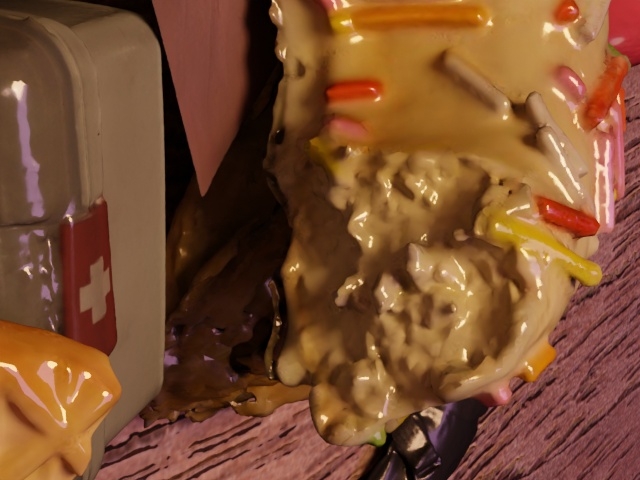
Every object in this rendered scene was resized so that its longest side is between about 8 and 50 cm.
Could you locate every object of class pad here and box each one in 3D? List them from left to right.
[{"bbox_3d":[-0.036,-0.122,0.635,0.187,0.006,0.113,-67,157,-43],"label":"pad"}]

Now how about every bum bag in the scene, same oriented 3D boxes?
[{"bbox_3d":[0.093,0.178,1.127,0.248,0.060,0.123,-63,149,-21],"label":"bum bag"}]

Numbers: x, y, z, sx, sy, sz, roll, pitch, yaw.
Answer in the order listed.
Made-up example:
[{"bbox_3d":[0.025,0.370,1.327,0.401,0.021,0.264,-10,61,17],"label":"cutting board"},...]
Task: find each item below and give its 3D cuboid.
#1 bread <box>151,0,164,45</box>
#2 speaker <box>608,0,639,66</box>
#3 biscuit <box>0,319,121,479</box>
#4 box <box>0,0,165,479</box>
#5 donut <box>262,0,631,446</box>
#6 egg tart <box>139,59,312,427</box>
[{"bbox_3d":[-0.066,-0.128,0.721,0.103,0.049,0.062,76,30,-44],"label":"bread"},{"bbox_3d":[0.154,-0.235,0.812,0.294,0.294,0.294,-33,129,-52],"label":"speaker"},{"bbox_3d":[-0.212,0.152,0.467,0.204,0.040,0.309,18,109,-30],"label":"biscuit"},{"bbox_3d":[-0.144,0.001,0.549,0.129,0.148,0.210,-42,138,-62],"label":"box"},{"bbox_3d":[0.033,-0.117,0.567,0.371,0.150,0.307,67,33,-34],"label":"donut"},{"bbox_3d":[0.000,0.000,0.788,0.297,0.132,0.297,-54,162,-27],"label":"egg tart"}]
